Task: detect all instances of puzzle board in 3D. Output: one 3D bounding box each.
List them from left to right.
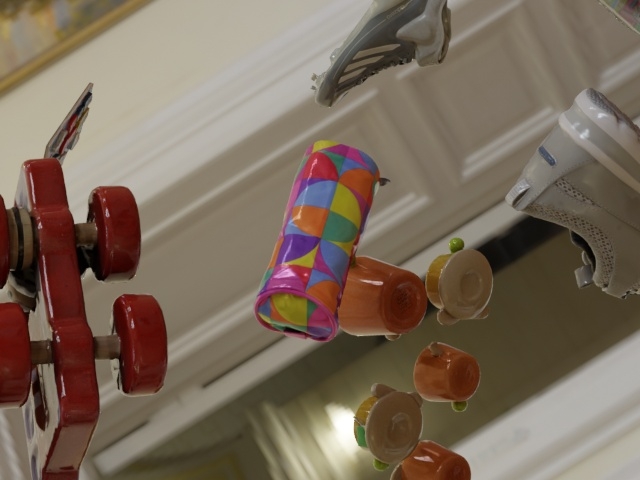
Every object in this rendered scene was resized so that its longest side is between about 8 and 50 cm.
[{"bbox_3d":[-0.319,-0.126,1.914,0.011,0.128,0.096,25,138,1],"label":"puzzle board"}]

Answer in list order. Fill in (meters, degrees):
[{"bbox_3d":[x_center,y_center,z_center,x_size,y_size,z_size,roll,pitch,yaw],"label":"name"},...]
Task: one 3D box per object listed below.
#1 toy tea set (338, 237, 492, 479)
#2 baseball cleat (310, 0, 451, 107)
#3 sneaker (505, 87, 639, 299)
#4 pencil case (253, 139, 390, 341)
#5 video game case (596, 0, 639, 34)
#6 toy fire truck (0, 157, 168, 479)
[{"bbox_3d":[0.095,0.161,1.845,0.124,0.200,0.336,8,95,51],"label":"toy tea set"},{"bbox_3d":[0.071,-0.202,1.661,0.109,0.206,0.072,36,-140,1],"label":"baseball cleat"},{"bbox_3d":[0.249,0.003,1.178,0.281,0.115,0.105,41,-165,-27],"label":"sneaker"},{"bbox_3d":[0.000,0.000,1.661,0.104,0.104,0.236,56,-141,-36],"label":"pencil case"},{"bbox_3d":[0.260,-0.269,1.124,0.023,0.212,0.193,34,-171,27],"label":"video game case"},{"bbox_3d":[-0.276,0.086,1.538,0.254,0.169,0.302,121,140,-54],"label":"toy fire truck"}]
